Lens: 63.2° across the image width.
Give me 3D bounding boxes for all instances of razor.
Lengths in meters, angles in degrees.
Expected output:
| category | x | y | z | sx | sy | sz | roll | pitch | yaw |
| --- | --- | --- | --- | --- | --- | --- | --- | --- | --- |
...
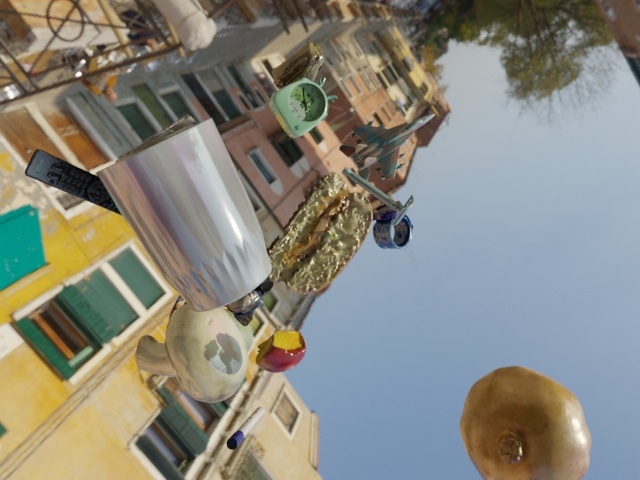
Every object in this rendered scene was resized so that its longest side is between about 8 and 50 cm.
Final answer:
| category | x | y | z | sx | sy | sz | roll | pitch | yaw |
| --- | --- | --- | --- | --- | --- | --- | --- | --- | --- |
| razor | 0.162 | -0.146 | 1.572 | 0.068 | 0.232 | 0.106 | -52 | 173 | -32 |

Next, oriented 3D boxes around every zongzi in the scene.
| category | x | y | z | sx | sy | sz | roll | pitch | yaw |
| --- | --- | --- | --- | --- | --- | --- | --- | --- | --- |
| zongzi | -0.042 | -0.564 | 1.776 | 0.194 | 0.099 | 0.197 | -32 | 149 | 29 |

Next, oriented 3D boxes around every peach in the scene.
| category | x | y | z | sx | sy | sz | roll | pitch | yaw |
| --- | --- | --- | --- | --- | --- | --- | --- | --- | --- |
| peach | -0.115 | 0.324 | 1.508 | 0.151 | 0.118 | 0.151 | -47 | -175 | 5 |

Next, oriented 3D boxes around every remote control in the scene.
| category | x | y | z | sx | sy | sz | roll | pitch | yaw |
| --- | --- | --- | --- | --- | --- | --- | --- | --- | --- |
| remote control | -0.507 | -0.118 | 1.124 | 0.025 | 0.245 | 0.063 | 22 | -95 | 43 |

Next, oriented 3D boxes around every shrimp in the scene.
| category | x | y | z | sx | sy | sz | roll | pitch | yaw |
| --- | --- | --- | --- | --- | --- | --- | --- | --- | --- |
| shrimp | -0.447 | 0.206 | 1.805 | 0.249 | 0.068 | 0.150 | -56 | 163 | -47 |

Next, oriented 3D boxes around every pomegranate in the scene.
| category | x | y | z | sx | sy | sz | roll | pitch | yaw |
| --- | --- | --- | --- | --- | --- | --- | --- | --- | --- |
| pomegranate | 0.636 | 0.600 | 1.636 | 0.411 | 0.412 | 0.411 | -34 | -169 | 7 |

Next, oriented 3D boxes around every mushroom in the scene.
| category | x | y | z | sx | sy | sz | roll | pitch | yaw |
| --- | --- | --- | --- | --- | --- | --- | --- | --- | --- |
| mushroom | -0.372 | 0.322 | 1.617 | 0.356 | 0.315 | 0.315 | 30 | -123 | 32 |

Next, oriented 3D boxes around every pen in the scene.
| category | x | y | z | sx | sy | sz | roll | pitch | yaw |
| --- | --- | --- | --- | --- | --- | --- | --- | --- | --- |
| pen | -0.207 | 0.529 | 1.482 | 0.033 | 0.033 | 0.269 | -33 | 174 | 9 |

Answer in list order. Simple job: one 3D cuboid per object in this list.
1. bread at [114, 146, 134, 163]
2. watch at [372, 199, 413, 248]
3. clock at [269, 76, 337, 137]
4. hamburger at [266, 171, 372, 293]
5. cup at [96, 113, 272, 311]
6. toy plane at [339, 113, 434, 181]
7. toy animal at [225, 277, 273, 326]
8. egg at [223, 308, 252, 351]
| category | x | y | z | sx | sy | sz | roll | pitch | yaw |
| --- | --- | --- | --- | --- | --- | --- | --- | --- | --- |
| bread | -0.607 | -0.273 | 1.794 | 0.067 | 0.192 | 0.119 | -55 | -144 | 31 |
| watch | 0.315 | -0.063 | 2.295 | 0.196 | 0.200 | 0.171 | -24 | -165 | -32 |
| clock | -0.048 | -0.444 | 1.695 | 0.210 | 0.159 | 0.066 | -34 | -169 | -13 |
| hamburger | 0.000 | 0.000 | 1.900 | 0.446 | 0.268 | 0.287 | -56 | 179 | -7 |
| cup | -0.271 | -0.055 | 1.093 | 0.253 | 0.372 | 0.253 | -22 | -163 | 7 |
| toy plane | 0.232 | -0.323 | 1.687 | 0.326 | 0.223 | 0.104 | -30 | 167 | -13 |
| toy animal | -0.299 | 0.187 | 1.880 | 0.194 | 0.302 | 0.344 | -63 | -157 | -6 |
| egg | -0.382 | 0.372 | 1.992 | 0.218 | 0.218 | 0.295 | -33 | 165 | 11 |
